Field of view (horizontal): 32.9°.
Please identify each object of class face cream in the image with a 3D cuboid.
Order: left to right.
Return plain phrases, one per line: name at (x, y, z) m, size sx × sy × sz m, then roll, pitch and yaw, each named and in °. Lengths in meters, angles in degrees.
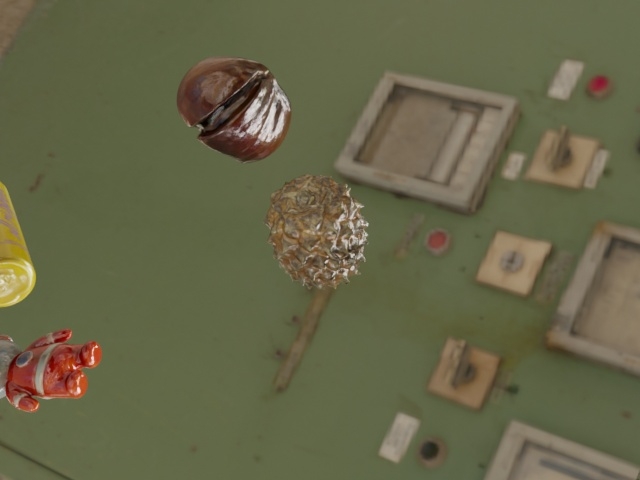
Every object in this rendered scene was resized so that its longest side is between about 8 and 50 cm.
face cream at (-0.430, -0.026, 1.391) m, size 0.078 × 0.273 × 0.078 m, roll -15°, pitch 131°, yaw -18°

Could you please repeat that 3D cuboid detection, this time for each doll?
doll at (-0.427, 0.181, 1.524) m, size 0.142 × 0.245 × 0.076 m, roll -70°, pitch 151°, yaw -44°

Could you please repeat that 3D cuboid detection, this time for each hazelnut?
hazelnut at (-0.142, -0.230, 1.861) m, size 0.204 × 0.178 × 0.178 m, roll 47°, pitch 59°, yaw -17°

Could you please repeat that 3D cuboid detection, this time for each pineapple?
pineapple at (0.000, 0.000, 1.650) m, size 0.166 × 0.166 × 0.193 m, roll -53°, pitch 145°, yaw -30°

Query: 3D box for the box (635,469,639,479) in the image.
box at (0.556, 0.199, 1.148) m, size 0.177 × 0.344 × 0.352 m, roll 53°, pitch 50°, yaw -18°
